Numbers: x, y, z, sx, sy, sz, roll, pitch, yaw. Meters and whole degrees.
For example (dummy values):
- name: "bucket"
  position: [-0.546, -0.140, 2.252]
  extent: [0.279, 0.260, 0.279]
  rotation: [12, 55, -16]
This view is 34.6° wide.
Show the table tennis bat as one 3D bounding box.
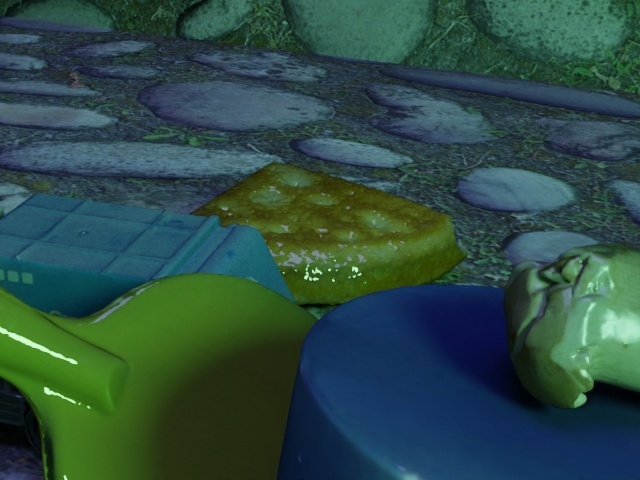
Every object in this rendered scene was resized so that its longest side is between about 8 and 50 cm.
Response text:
- name: "table tennis bat"
  position: [-0.114, 0.100, 0.624]
  extent: [0.369, 0.054, 0.224]
  rotation: [30, 57, -21]

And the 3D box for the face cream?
- name: "face cream"
  position: [0.094, 0.169, 0.509]
  extent: [0.249, 0.225, 0.249]
  rotation: [9, 20, -4]

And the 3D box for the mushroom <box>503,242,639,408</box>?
- name: "mushroom"
  position: [0.197, 0.038, 0.456]
  extent: [0.225, 0.093, 0.116]
  rotation: [15, 41, 2]

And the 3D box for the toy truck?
- name: "toy truck"
  position: [-0.198, 0.067, 0.806]
  extent: [0.368, 0.175, 0.146]
  rotation: [7, 24, 12]

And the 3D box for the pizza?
- name: "pizza"
  position: [-0.004, 0.014, 1.086]
  extent: [0.258, 0.087, 0.268]
  rotation: [17, 26, 22]
